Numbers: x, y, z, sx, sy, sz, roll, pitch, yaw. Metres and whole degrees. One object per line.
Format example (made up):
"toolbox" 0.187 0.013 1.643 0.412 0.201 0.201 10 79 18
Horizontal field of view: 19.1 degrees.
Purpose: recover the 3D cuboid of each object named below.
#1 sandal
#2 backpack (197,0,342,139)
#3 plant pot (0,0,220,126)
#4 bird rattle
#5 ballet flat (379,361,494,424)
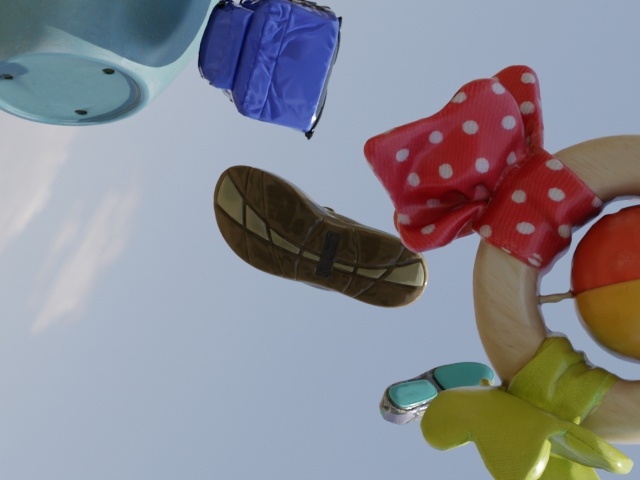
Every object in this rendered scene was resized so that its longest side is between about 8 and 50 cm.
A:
"sandal" 0.000 0.000 1.445 0.049 0.180 0.072 -22 134 -74
"backpack" -0.039 -0.141 1.416 0.120 0.101 0.098 -114 -135 -79
"plant pot" -0.195 -0.205 1.503 0.290 0.290 0.195 -35 -131 57
"bird rattle" 0.141 0.023 1.012 0.143 0.206 0.254 61 22 -66
"ballet flat" 0.095 0.130 1.603 0.041 0.114 0.041 22 -63 51
